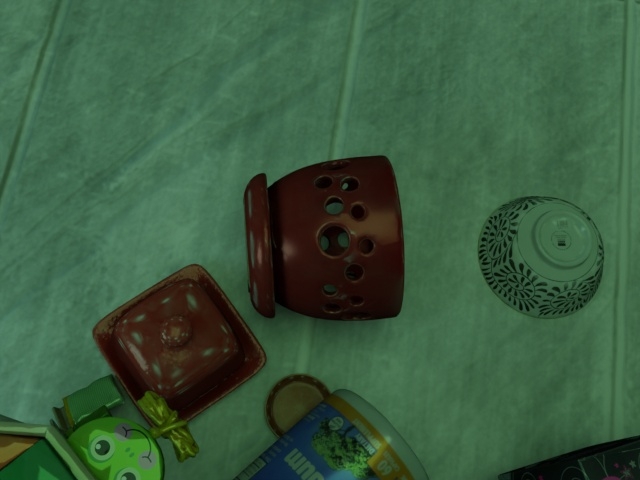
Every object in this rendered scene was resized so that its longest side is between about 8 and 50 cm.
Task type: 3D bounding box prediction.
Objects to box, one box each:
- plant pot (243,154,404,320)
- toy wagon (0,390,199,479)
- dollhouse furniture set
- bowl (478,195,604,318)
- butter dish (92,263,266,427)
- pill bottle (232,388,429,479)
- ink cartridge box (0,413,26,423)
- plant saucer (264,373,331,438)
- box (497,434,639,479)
[{"bbox_3d":[0.000,0.000,0.939,0.174,0.191,0.191,-3,72,-5],"label":"plant pot"},{"bbox_3d":[-0.244,0.239,0.605,0.344,0.068,0.267,-39,81,-15],"label":"toy wagon"},{"bbox_3d":[-0.252,0.181,0.872,0.076,0.151,0.058,-33,120,-14],"label":"dollhouse furniture set"},{"bbox_3d":[0.295,0.009,1.030,0.170,0.080,0.170,2,72,-7],"label":"bowl"},{"bbox_3d":[-0.162,0.112,0.919,0.160,0.118,0.160,-33,79,-15],"label":"butter dish"},{"bbox_3d":[-0.029,0.298,0.856,0.272,0.152,0.152,-39,80,-18],"label":"pill bottle"},{"bbox_3d":[-0.292,0.307,0.758,0.197,0.270,0.198,-42,81,-16],"label":"ink cartridge box"},{"bbox_3d":[-0.025,0.200,0.962,0.083,0.013,0.083,2,72,-7],"label":"plant saucer"},{"bbox_3d":[0.325,0.346,0.865,0.163,0.142,0.247,-6,71,-30],"label":"box"}]
